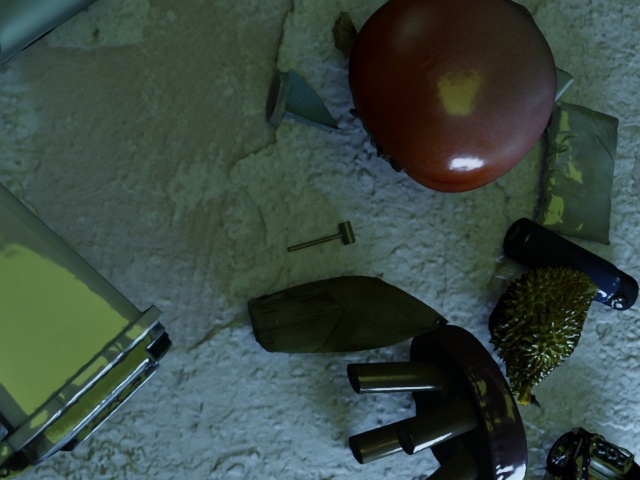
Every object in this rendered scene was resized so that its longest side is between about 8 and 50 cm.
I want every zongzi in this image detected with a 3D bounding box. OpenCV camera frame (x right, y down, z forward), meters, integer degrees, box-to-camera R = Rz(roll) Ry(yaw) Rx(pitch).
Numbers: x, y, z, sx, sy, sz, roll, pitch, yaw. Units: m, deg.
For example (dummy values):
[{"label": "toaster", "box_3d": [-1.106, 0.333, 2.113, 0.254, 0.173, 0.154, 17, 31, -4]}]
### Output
[{"label": "zongzi", "box_3d": [0.035, 0.120, 1.705, 0.228, 0.256, 0.115, -8, 99, -22]}]

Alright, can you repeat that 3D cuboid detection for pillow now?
[{"label": "pillow", "box_3d": [0.438, -0.115, 1.999, 0.148, 0.050, 0.230, 9, 85, -17]}]

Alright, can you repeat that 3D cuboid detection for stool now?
[{"label": "stool", "box_3d": [0.164, 0.273, 1.732, 0.178, 0.272, 0.272, -18, 92, -21]}]

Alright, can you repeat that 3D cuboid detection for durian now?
[{"label": "durian", "box_3d": [0.333, 0.145, 1.873, 0.137, 0.193, 0.237, 29, 58, 2]}]

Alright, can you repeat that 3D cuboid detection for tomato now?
[{"label": "tomato", "box_3d": [0.200, -0.235, 1.770, 0.321, 0.321, 0.322, 2, 84, -22]}]

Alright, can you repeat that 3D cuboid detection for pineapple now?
[{"label": "pineapple", "box_3d": [0.042, -0.321, 1.871, 0.045, 0.019, 0.083, -26, 98, -25]}]

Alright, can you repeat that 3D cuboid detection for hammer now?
[{"label": "hammer", "box_3d": [0.000, 0.000, 1.828, 0.110, 0.019, 0.036, -15, 91, -17]}]

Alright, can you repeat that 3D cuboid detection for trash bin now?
[{"label": "trash bin", "box_3d": [-0.416, 0.106, 1.533, 0.296, 0.256, 0.368, -44, 96, -18]}]

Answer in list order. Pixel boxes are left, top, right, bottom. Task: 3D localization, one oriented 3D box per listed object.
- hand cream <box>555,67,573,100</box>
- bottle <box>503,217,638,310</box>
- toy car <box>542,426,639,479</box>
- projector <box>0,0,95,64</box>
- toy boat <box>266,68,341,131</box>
[{"label": "hand cream", "box_3d": [0.325, -0.195, 1.955, 0.255, 0.079, 0.048, -52, 147, -15]}, {"label": "bottle", "box_3d": [0.421, 0.045, 1.962, 0.244, 0.072, 0.082, 25, 36, -19]}, {"label": "toy car", "box_3d": [0.405, 0.456, 1.898, 0.193, 0.118, 0.301, 36, 74, -7]}, {"label": "projector", "box_3d": [-0.415, -0.399, 1.566, 0.249, 0.248, 0.248, -40, 100, -20]}, {"label": "toy boat", "box_3d": [-0.022, -0.209, 1.834, 0.122, 0.034, 0.096, 16, 79, -29]}]
